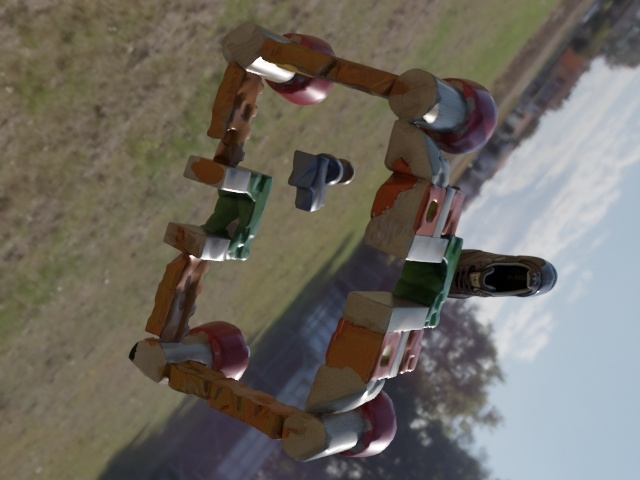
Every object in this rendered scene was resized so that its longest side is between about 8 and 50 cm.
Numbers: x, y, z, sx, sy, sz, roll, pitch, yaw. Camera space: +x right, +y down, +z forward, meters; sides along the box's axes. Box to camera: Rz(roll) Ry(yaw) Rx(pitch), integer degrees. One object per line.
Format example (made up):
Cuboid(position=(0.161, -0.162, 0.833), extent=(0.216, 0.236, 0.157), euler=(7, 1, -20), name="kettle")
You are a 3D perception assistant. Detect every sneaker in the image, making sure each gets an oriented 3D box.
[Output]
Cuboid(position=(0.202, 0.042, 1.220), extent=(0.071, 0.188, 0.066), euler=(2, 85, -58), name="sneaker")

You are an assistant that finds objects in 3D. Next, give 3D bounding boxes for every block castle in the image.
Cuboid(position=(0.000, 0.000, 1.096), extent=(0.213, 0.303, 0.453), euler=(6, 103, -63), name="block castle")
